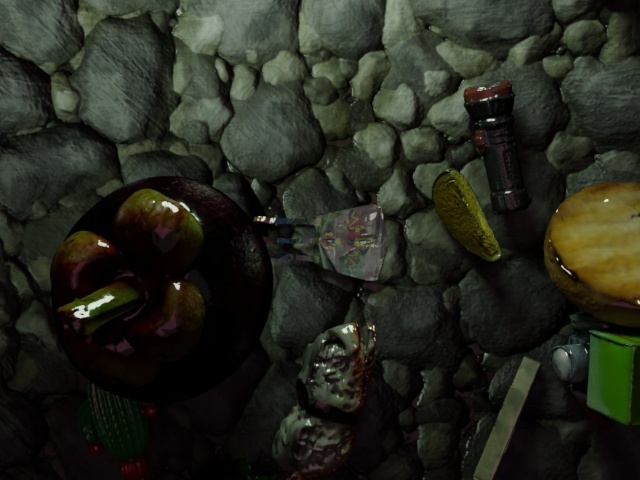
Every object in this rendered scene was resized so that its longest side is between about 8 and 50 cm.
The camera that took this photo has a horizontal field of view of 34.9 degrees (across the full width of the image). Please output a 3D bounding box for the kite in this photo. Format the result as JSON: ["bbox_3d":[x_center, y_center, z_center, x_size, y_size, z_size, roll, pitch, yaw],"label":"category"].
[{"bbox_3d":[0.000,0.000,1.844,0.245,0.015,0.141,3,94,1],"label":"kite"}]

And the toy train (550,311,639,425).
[{"bbox_3d":[0.564,0.205,1.717,0.307,0.249,0.173,-2,97,-19],"label":"toy train"}]

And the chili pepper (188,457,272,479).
[{"bbox_3d":[-0.198,0.518,1.835,0.165,0.174,0.261,40,95,-28],"label":"chili pepper"}]

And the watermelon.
[{"bbox_3d":[0.245,-0.044,1.797,0.075,0.092,0.181,-28,103,18],"label":"watermelon"}]

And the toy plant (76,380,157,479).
[{"bbox_3d":[-0.373,0.331,1.858,0.155,0.088,0.240,14,107,12],"label":"toy plant"}]

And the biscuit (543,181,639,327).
[{"bbox_3d":[0.523,0.026,1.720,0.296,0.296,0.102,0,138,2],"label":"biscuit"}]

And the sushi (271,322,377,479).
[{"bbox_3d":[0.005,0.292,1.821,0.130,0.124,0.332,14,95,-11],"label":"sushi"}]

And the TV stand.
[{"bbox_3d":[0.340,0.331,1.856,0.036,0.042,0.249,23,95,20],"label":"TV stand"}]

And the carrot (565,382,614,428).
[{"bbox_3d":[0.486,0.286,1.844,0.048,0.048,0.139,-33,95,5],"label":"carrot"}]

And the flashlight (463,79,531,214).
[{"bbox_3d":[0.310,-0.159,1.784,0.093,0.093,0.232,-11,99,3],"label":"flashlight"}]

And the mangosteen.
[{"bbox_3d":[-0.278,0.072,1.654,0.382,0.435,0.382,-5,75,19],"label":"mangosteen"}]
